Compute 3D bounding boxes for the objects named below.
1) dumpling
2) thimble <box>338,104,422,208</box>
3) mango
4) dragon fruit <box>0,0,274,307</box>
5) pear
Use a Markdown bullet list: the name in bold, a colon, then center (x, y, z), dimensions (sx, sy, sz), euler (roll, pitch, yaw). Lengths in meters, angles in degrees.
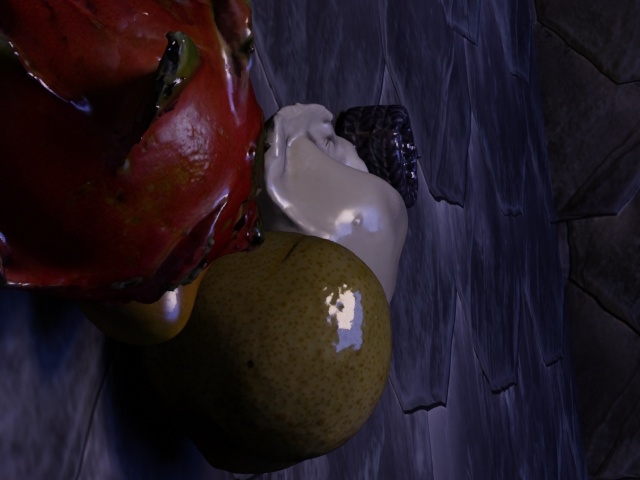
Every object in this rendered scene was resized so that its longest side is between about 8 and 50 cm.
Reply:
- **dumpling**: center (0.000, 0.000, 1.113), dimensions (0.162, 0.132, 0.250), euler (-72, 150, -47)
- **thimble**: center (0.059, -0.082, 1.459), dimensions (0.095, 0.066, 0.104), euler (-79, 158, -44)
- **mango**: center (-0.099, -0.015, 0.853), dimensions (0.085, 0.102, 0.184), euler (94, 4, -53)
- **dragon fruit**: center (-0.104, -0.089, 0.699), dimensions (0.200, 0.198, 0.269), euler (-18, 121, -40)
- **pear**: center (-0.035, 0.068, 0.919), dimensions (0.136, 0.167, 0.167), euler (-57, 145, -23)
